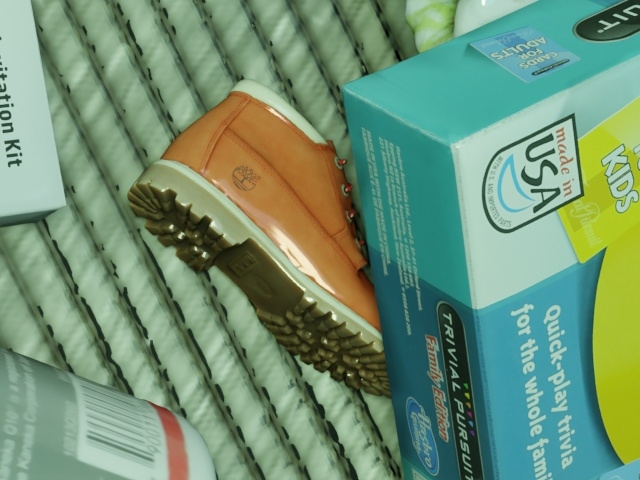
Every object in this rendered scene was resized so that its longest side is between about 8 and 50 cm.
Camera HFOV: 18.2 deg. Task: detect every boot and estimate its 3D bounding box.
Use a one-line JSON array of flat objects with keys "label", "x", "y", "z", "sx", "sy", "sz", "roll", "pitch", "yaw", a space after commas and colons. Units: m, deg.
[{"label": "boot", "x": 0.000, "y": 0.000, "z": 0.874, "sx": 0.158, "sy": 0.059, "sz": 0.084, "roll": 44, "pitch": 61, "yaw": -13}]

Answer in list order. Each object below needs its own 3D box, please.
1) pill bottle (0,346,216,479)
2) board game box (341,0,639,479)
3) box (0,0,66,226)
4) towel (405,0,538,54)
[{"label": "pill bottle", "x": -0.194, "y": 0.092, "z": 0.699, "sx": 0.283, "sy": 0.161, "sz": 0.161, "roll": 23, "pitch": 72, "yaw": -22}, {"label": "board game box", "x": 0.182, "y": -0.007, "z": 0.880, "sx": 0.336, "sy": 0.079, "sz": 0.254, "roll": -26, "pitch": 124, "yaw": -25}, {"label": "box", "x": -0.204, "y": -0.068, "z": 0.790, "sx": 0.186, "sy": 0.038, "sz": 0.145, "roll": -8, "pitch": 85, "yaw": -29}, {"label": "towel", "x": 0.167, "y": -0.247, "z": 0.971, "sx": 0.320, "sy": 0.090, "sz": 0.374, "roll": 1, "pitch": 78, "yaw": -32}]
